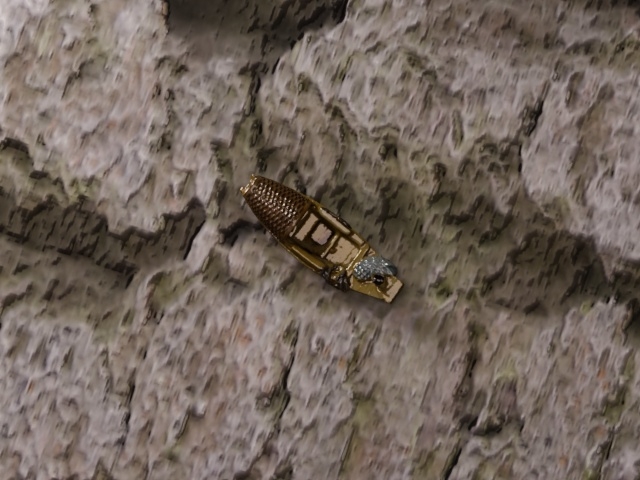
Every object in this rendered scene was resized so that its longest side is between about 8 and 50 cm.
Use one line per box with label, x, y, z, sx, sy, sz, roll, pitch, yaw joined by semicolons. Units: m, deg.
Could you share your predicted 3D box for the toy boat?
toy boat;0.000;0.000;1.147;0.149;0.049;0.047;37;88;3
